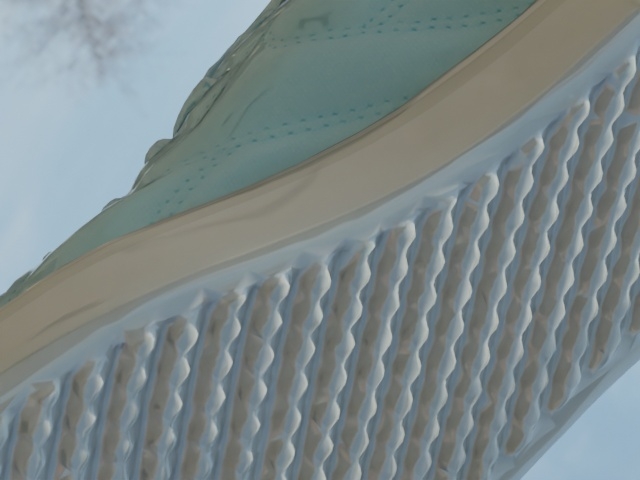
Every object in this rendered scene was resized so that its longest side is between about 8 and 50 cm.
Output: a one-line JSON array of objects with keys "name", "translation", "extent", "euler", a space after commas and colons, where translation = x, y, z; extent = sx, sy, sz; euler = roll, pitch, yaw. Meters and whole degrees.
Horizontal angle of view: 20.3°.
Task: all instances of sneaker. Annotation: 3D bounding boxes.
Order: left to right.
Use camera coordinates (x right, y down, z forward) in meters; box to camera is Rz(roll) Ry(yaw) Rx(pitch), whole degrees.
[{"name": "sneaker", "translation": [0.000, 0.000, 0.520], "extent": [0.366, 0.135, 0.150], "euler": [-32, -147, -12]}]
